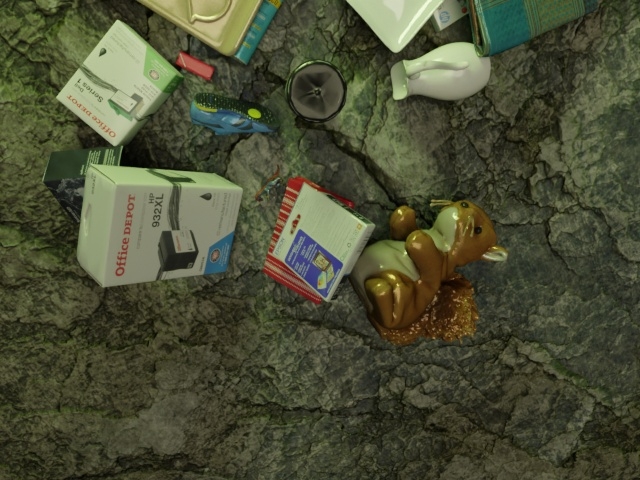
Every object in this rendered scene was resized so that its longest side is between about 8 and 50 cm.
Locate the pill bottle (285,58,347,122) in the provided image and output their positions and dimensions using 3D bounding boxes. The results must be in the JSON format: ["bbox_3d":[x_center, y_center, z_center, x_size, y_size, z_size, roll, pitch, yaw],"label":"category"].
[{"bbox_3d":[-0.016,-0.324,0.976,0.122,0.219,0.123,-2,108,-5],"label":"pill bottle"}]

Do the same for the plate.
[{"bbox_3d":[0.162,-0.607,0.962,0.277,0.045,0.278,41,102,-12],"label":"plate"}]

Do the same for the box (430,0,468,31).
[{"bbox_3d":[0.318,-0.596,1.019,0.186,0.038,0.145,-31,107,5],"label":"box"}]

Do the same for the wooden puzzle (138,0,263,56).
[{"bbox_3d":[-0.258,-0.619,0.938,0.347,0.080,0.322,30,102,-9],"label":"wooden puzzle"}]

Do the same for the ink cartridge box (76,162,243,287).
[{"bbox_3d":[-0.348,-0.036,0.996,0.307,0.129,0.223,-4,116,-49],"label":"ink cartridge box"}]

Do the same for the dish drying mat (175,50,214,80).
[{"bbox_3d":[-0.291,-0.405,1.034,0.083,0.008,0.032,24,103,-12],"label":"dish drying mat"}]

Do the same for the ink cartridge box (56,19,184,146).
[{"bbox_3d":[-0.442,-0.341,0.995,0.160,0.092,0.219,41,99,-16],"label":"ink cartridge box"}]

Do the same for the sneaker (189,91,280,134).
[{"bbox_3d":[-0.202,-0.286,1.061,0.209,0.069,0.082,9,140,-17],"label":"sneaker"}]

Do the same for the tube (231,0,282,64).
[{"bbox_3d":[-0.143,-0.502,1.002,0.080,0.052,0.207,25,98,-20],"label":"tube"}]

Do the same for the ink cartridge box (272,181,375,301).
[{"bbox_3d":[0.000,0.000,1.049,0.208,0.045,0.206,38,112,30],"label":"ink cartridge box"}]

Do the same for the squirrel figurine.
[{"bbox_3d":[0.278,0.081,1.149,0.370,0.281,0.397,-28,123,-7],"label":"squirrel figurine"}]

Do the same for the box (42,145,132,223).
[{"bbox_3d":[-0.509,-0.124,1.021,0.158,0.093,0.156,-6,146,-3],"label":"box"}]

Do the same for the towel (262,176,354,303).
[{"bbox_3d":[-0.035,-0.004,1.119,0.198,0.031,0.275,27,107,29],"label":"towel"}]

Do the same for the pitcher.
[{"bbox_3d":[0.279,-0.382,1.010,0.207,0.178,0.126,-8,101,-2],"label":"pitcher"}]

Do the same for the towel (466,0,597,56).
[{"bbox_3d":[0.458,-0.589,0.980,0.370,0.040,0.272,-27,110,-18],"label":"towel"}]

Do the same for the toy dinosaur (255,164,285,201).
[{"bbox_3d":[-0.130,-0.134,1.132,0.082,0.047,0.090,-15,75,8],"label":"toy dinosaur"}]
